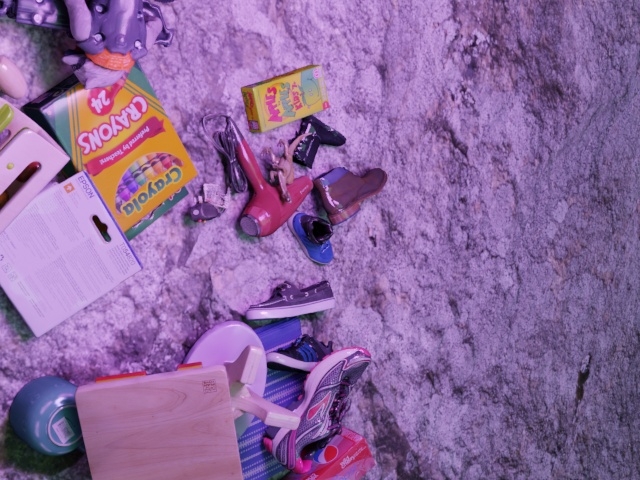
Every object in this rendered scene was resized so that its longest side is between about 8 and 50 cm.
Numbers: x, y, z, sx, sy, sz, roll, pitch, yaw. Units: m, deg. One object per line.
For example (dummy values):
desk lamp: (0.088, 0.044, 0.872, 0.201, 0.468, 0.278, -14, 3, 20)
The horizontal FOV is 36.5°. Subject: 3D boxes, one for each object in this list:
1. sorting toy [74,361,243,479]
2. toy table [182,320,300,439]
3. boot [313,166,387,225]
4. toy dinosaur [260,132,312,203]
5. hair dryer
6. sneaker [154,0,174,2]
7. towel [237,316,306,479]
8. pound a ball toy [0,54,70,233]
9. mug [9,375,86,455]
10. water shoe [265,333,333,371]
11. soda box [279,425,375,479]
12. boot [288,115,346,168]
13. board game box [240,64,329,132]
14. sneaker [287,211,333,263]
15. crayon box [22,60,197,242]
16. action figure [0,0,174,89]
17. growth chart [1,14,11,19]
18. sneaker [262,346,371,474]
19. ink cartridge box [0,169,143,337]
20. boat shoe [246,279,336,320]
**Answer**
sorting toy: (-0.279, 0.343, 1.716, 0.257, 0.089, 0.255, -8, 109, -5)
toy table: (-0.178, 0.307, 1.868, 0.252, 0.161, 0.274, 3, 101, -19)
boot: (0.067, -0.129, 2.080, 0.106, 0.082, 0.219, 60, 41, -15)
toy dinosaur: (-0.073, -0.159, 1.937, 0.092, 0.053, 0.183, 47, 45, -46)
hair dryer: (-0.121, -0.119, 1.925, 0.293, 0.080, 0.224, 14, 84, -46)
sneaker: (-0.358, -0.540, 1.648, 0.319, 0.112, 0.131, 35, 45, -33)
towel: (-0.124, 0.345, 2.052, 0.243, 0.040, 0.336, -18, 112, -39)
pound a ball toy: (-0.534, -0.108, 1.531, 0.319, 0.208, 0.136, -48, 142, -2)
mug: (-0.455, 0.314, 1.714, 0.157, 0.097, 0.129, 14, 89, -41)
water shoe: (-0.048, 0.235, 2.037, 0.203, 0.073, 0.080, 18, 69, -51)
soda box: (-0.003, 0.534, 2.155, 0.263, 0.083, 0.092, -36, 120, -29)
boot: (-0.010, -0.197, 2.030, 0.121, 0.045, 0.099, 29, 77, -33)
board game box: (-0.069, -0.288, 1.962, 0.181, 0.043, 0.092, -25, 114, -35)
sneaker: (-0.001, 0.001, 2.050, 0.058, 0.084, 0.152, -50, 126, -22)
crayon box: (-0.353, -0.153, 1.722, 0.202, 0.081, 0.318, -43, 124, -27)
action figure: (-0.370, -0.398, 1.531, 0.341, 0.178, 0.330, -4, 111, -28)
growth chart: (-0.541, -0.423, 1.539, 0.237, 0.021, 0.172, -20, 116, -34)
sneaker: (0.013, 0.351, 2.024, 0.299, 0.112, 0.121, -54, 143, 5)
ink cartridge box: (-0.452, 0.019, 1.665, 0.224, 0.045, 0.223, -33, 119, -15)
boat shoe: (-0.063, 0.121, 2.032, 0.228, 0.080, 0.076, -7, 86, -37)
